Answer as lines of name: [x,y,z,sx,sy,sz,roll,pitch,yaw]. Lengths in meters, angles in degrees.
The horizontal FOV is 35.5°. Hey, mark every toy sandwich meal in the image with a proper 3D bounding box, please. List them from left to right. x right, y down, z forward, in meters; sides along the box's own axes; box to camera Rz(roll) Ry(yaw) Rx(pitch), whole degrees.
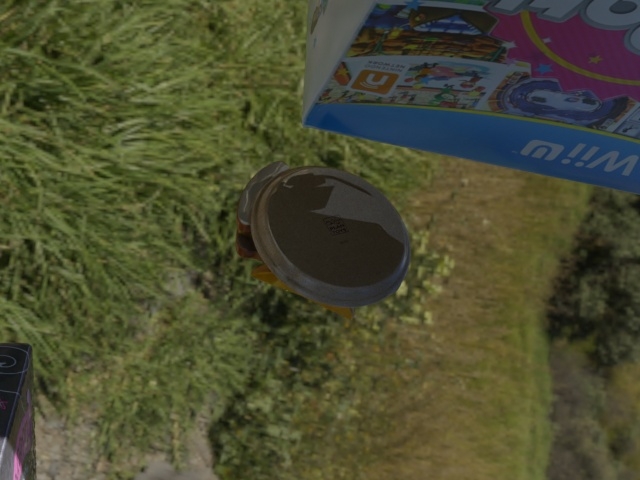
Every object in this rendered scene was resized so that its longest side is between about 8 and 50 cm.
toy sandwich meal: [0.000,0.000,0.460,0.085,0.086,0.029,-51,175,-39]

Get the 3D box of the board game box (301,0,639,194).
board game box: [0.144,-0.124,0.296,0.224,0.303,0.097,9,65,-15]

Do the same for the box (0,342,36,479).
box: [-0.217,0.170,0.474,0.247,0.142,0.163,-113,-153,-66]
